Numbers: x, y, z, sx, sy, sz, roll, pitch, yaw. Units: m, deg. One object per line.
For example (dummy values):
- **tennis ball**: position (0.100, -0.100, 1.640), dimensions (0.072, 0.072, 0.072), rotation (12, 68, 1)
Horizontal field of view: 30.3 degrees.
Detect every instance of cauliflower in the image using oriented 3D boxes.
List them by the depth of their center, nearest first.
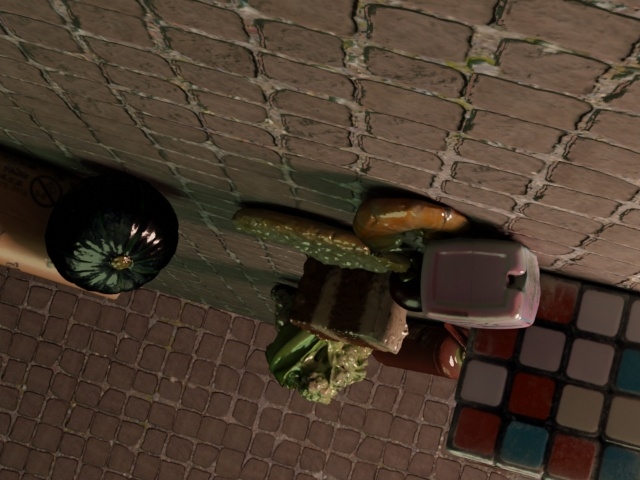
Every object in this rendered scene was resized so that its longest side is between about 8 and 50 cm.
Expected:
- **cauliflower**: position (0.010, 0.184, 2.327), dimensions (0.238, 0.256, 0.315), rotation (20, 141, -2)

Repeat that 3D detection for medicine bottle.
- **medicine bottle**: position (0.193, 0.054, 1.370), dimensions (0.119, 0.095, 0.188), rotation (2, 173, 18)

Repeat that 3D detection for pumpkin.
- **pumpkin**: position (-0.299, -0.008, 1.689), dimensions (0.194, 0.194, 0.150), rotation (25, -173, -47)

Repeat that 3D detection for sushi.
- **sushi**: position (-0.063, 0.114, 2.521), dimensions (0.083, 0.044, 0.046), rotation (17, 150, -17)

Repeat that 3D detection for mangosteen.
- **mangosteen**: position (0.136, 0.059, 1.631), dimensions (0.080, 0.081, 0.081), rotation (16, 172, 2)

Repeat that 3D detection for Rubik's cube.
- **Rubik's cube**: position (0.325, 0.195, 1.547), dimensions (0.256, 0.254, 0.259), rotation (13, 172, 18)

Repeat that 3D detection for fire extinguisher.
- **fire extinguisher**: position (0.224, 0.207, 2.381), dimensions (0.147, 0.106, 0.337), rotation (48, 157, -24)

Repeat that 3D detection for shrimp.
- **shrimp**: position (0.101, -0.016, 1.352), dimensions (0.132, 0.053, 0.236), rotation (-5, 169, -4)

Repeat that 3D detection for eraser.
- **eraser**: position (-0.417, -0.035, 1.781), dimensions (0.290, 0.171, 0.087), rotation (20, 152, -29)

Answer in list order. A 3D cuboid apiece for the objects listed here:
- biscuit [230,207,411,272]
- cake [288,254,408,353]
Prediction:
- **biscuit**: position (0.000, 0.000, 1.622), dimensions (0.265, 0.040, 0.188), rotation (16, 171, 13)
- **cake**: position (0.053, 0.090, 1.779), dimensions (0.147, 0.135, 0.134), rotation (11, 168, 32)
